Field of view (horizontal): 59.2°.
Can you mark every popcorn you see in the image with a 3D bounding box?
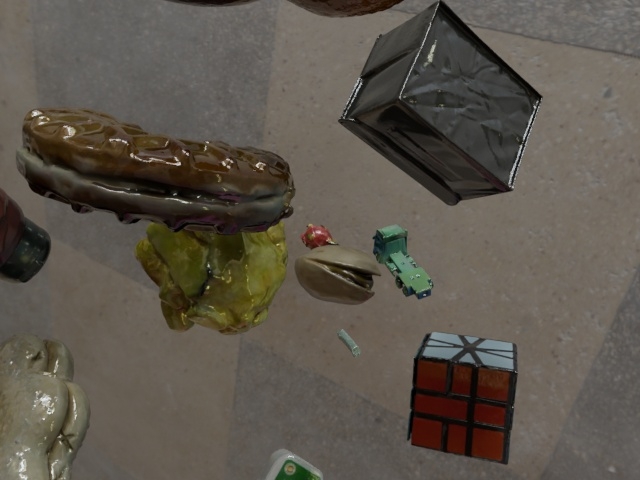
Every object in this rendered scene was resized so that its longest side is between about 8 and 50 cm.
[{"bbox_3d":[-0.177,0.021,0.952,0.252,0.215,0.286,-16,74,-6],"label":"popcorn"}]

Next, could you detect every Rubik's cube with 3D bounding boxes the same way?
[{"bbox_3d":[0.425,0.447,1.669,0.294,0.288,0.283,8,100,16],"label":"Rubik's cube"}]

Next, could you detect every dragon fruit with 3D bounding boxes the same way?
[{"bbox_3d":[0.000,0.001,1.643,0.116,0.086,0.081,33,119,39],"label":"dragon fruit"}]

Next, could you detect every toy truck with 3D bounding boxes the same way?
[{"bbox_3d":[0.166,0.040,1.133,0.175,0.067,0.081,-122,20,-47],"label":"toy truck"}]

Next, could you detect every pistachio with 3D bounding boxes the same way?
[{"bbox_3d":[0.038,0.079,1.329,0.238,0.153,0.137,9,81,38],"label":"pistachio"}]

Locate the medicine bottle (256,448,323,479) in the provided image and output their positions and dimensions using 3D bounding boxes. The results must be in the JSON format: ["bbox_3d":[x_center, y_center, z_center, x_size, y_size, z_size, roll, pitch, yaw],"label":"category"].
[{"bbox_3d":[-0.082,0.518,1.117,0.119,0.183,0.069,38,162,-17],"label":"medicine bottle"}]

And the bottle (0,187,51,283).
[{"bbox_3d":[-0.466,-0.032,0.685,0.143,0.271,0.156,-47,47,0],"label":"bottle"}]

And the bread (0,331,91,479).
[{"bbox_3d":[-0.382,0.274,0.702,0.183,0.102,0.337,-18,54,30],"label":"bread"}]

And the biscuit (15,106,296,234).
[{"bbox_3d":[-0.210,-0.089,0.740,0.367,0.268,0.115,10,103,-8],"label":"biscuit"}]

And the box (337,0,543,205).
[{"bbox_3d":[0.260,-0.276,1.196,0.345,0.251,0.204,32,161,-23],"label":"box"}]

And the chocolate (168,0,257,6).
[{"bbox_3d":[-0.076,-0.222,0.332,0.177,0.177,0.176,12,115,29],"label":"chocolate"}]

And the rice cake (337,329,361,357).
[{"bbox_3d":[0.060,0.219,1.214,0.121,0.022,0.022,-145,35,-74],"label":"rice cake"}]

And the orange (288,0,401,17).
[{"bbox_3d":[0.020,-0.448,0.657,0.322,0.322,0.357,-26,108,37],"label":"orange"}]
